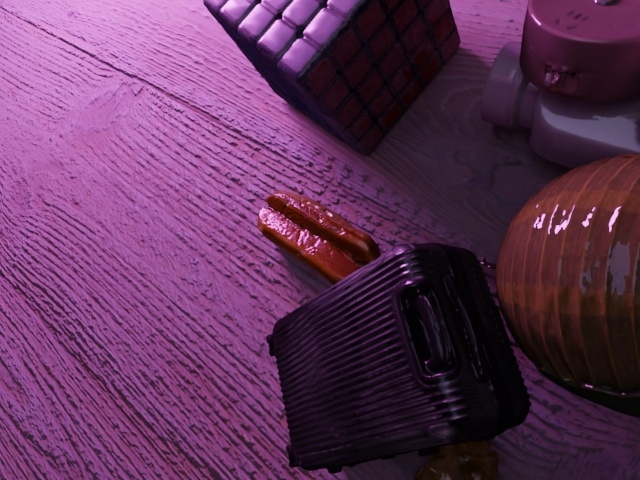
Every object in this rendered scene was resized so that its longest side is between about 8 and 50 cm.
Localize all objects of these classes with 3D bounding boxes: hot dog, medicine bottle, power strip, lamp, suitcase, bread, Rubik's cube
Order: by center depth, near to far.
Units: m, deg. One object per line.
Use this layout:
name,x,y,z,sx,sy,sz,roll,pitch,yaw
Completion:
lamp,0.278,0.042,0.493,0.284,0.250,0.250,2,73,54
power strip,0.296,-0.223,0.531,0.154,0.078,0.154,-6,52,7
bread,0.089,0.378,0.560,0.077,0.084,0.367,30,88,51
suitcase,0.063,0.142,0.561,0.312,0.128,0.202,-39,56,45
medicine bottle,0.352,-0.154,0.586,0.296,0.111,0.161,25,71,27
Rubik's cube,0.024,-0.309,0.712,0.238,0.237,0.237,-48,60,4
hot dog,0.000,0.000,0.726,0.236,0.062,0.092,36,91,31
